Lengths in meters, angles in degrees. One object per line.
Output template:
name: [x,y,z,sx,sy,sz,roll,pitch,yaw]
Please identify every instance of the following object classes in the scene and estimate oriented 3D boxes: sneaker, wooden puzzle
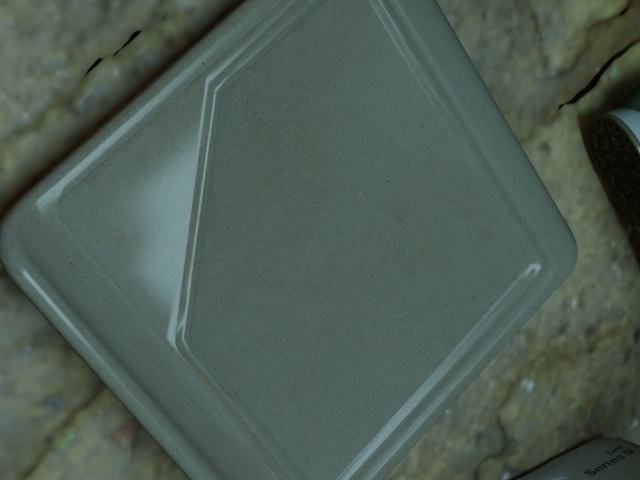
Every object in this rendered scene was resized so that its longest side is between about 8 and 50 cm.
sneaker: [0.221,-0.011,0.674,0.086,0.064,0.192,-38,113,-16]
wooden puzzle: [0.000,0.000,0.556,0.239,0.044,0.221,-47,119,-22]

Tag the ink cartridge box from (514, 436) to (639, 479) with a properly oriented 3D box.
ink cartridge box: [0.145,0.235,0.658,0.154,0.093,0.213,-21,107,-28]
